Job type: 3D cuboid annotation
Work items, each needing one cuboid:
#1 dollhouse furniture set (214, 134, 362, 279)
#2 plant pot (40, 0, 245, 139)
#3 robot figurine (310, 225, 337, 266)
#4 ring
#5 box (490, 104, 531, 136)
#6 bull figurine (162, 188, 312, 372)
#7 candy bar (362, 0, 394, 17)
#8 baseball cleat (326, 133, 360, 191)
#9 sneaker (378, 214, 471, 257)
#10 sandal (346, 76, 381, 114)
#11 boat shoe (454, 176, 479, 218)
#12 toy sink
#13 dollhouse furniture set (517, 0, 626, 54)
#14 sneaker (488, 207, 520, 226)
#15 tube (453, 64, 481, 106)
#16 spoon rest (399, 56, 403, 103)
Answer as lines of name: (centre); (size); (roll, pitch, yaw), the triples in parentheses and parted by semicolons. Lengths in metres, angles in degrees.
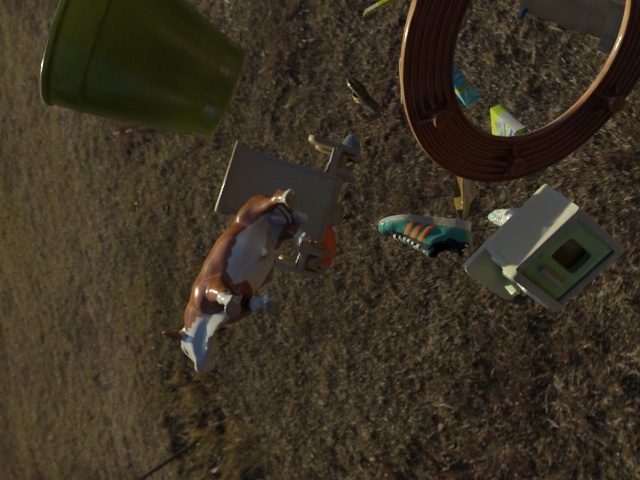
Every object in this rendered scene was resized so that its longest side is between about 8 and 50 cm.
dollhouse furniture set: (-0.073, -0.107, 1.255); (0.257, 0.394, 0.361); (19, 93, 7)
plant pot: (-0.376, -0.404, 1.085); (0.366, 0.353, 0.366); (-49, 29, 40)
robot figurine: (0.000, 0.000, 1.986); (0.128, 0.158, 0.219); (-7, 91, 41)
ring: (0.242, -0.210, 0.506); (0.336, 0.337, 0.032); (-65, 32, 26)
box: (0.601, -0.342, 1.508); (0.043, 0.109, 0.178); (-22, 43, 3)
bull figurine: (-0.123, 0.054, 0.733); (0.189, 0.101, 0.310); (-4, 58, 53)
candy bar: (0.212, -0.796, 1.596); (0.162, 0.040, 0.018); (-16, 133, 33)
baseball cleat: (0.075, -0.263, 1.547); (0.072, 0.109, 0.205); (5, 78, 31)
sneaker: (0.321, -0.010, 1.520); (0.303, 0.108, 0.120); (4, 76, 30)
sandal: (0.157, -0.542, 1.811); (0.180, 0.072, 0.049); (48, 132, -6)
boat shoe: (0.391, -0.134, 1.256); (0.063, 0.059, 0.169); (-107, 7, -53)
toy sink: (0.428, 0.038, 0.929); (0.153, 0.131, 0.234); (34, 110, -22)
dollhouse furniture set: (0.367, -0.451, 0.676); (0.287, 0.303, 0.198); (35, 95, 26)
sneaker: (0.562, -0.066, 1.457); (0.094, 0.212, 0.080); (18, 96, 20)
tube: (0.452, -0.546, 1.604); (0.207, 0.080, 0.052); (51, 164, 2)
spoon rest: (0.274, -0.509, 1.419); (0.084, 0.276, 0.137); (21, 81, 6)
